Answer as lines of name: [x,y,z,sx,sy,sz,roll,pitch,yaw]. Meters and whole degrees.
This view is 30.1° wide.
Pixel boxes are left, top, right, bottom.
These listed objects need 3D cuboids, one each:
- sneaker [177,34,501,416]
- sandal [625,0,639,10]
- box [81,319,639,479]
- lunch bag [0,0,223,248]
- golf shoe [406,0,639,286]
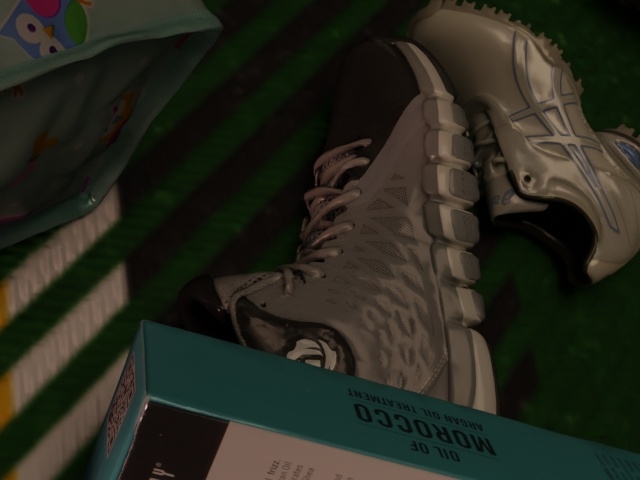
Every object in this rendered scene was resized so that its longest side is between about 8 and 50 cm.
sneaker: [0.000,0.000,0.535,0.132,0.086,0.229,3,63,-22]
sandal: [0.247,-0.101,0.732,0.240,0.088,0.079,34,85,4]
box: [0.031,0.116,0.467,0.244,0.100,0.060,17,19,-17]
lunch bag: [-0.204,-0.091,0.419,0.223,0.160,0.262,52,40,9]
golf shoe: [0.105,-0.052,0.627,0.176,0.069,0.086,42,59,2]
